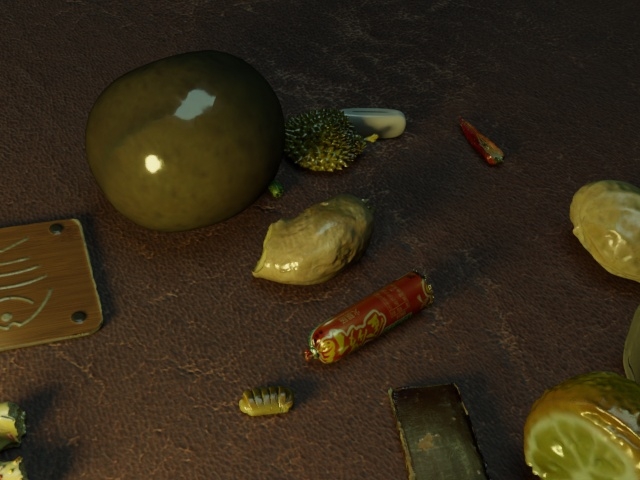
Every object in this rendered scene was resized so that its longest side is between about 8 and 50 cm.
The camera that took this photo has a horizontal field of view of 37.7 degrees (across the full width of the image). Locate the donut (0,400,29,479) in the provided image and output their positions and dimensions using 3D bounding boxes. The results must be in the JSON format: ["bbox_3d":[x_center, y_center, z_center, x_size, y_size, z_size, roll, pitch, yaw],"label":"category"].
[{"bbox_3d":[-0.463,0.301,1.317,0.108,0.065,0.166,-8,45,-17],"label":"donut"}]

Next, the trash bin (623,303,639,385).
[{"bbox_3d":[0.648,0.195,1.529,0.250,0.220,0.219,-1,41,-1],"label":"trash bin"}]

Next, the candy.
[{"bbox_3d":[0.404,0.311,1.323,0.118,0.260,0.260,-24,52,-37],"label":"candy"}]

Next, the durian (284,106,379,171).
[{"bbox_3d":[0.022,-0.210,1.917,0.208,0.102,0.147,0,58,-11],"label":"durian"}]

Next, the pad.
[{"bbox_3d":[-0.528,0.076,1.585,0.286,0.018,0.284,-10,47,-18],"label":"pad"}]

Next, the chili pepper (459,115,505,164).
[{"bbox_3d":[0.345,-0.214,2.036,0.045,0.027,0.178,-13,47,-28],"label":"chili pepper"}]

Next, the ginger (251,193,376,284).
[{"bbox_3d":[0.000,0.000,1.671,0.267,0.138,0.152,-18,44,-20],"label":"ginger"}]

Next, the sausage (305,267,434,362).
[{"bbox_3d":[0.075,0.137,1.584,0.264,0.083,0.083,-28,54,-31],"label":"sausage"}]

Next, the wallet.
[{"bbox_3d":[0.183,0.318,1.440,0.121,0.031,0.232,-4,42,-8],"label":"wallet"}]

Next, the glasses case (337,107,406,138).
[{"bbox_3d":[0.102,-0.251,2.007,0.164,0.063,0.041,-1,43,-9],"label":"glasses case"}]

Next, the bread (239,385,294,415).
[{"bbox_3d":[-0.083,0.248,1.465,0.087,0.034,0.049,-2,38,-11],"label":"bread"}]

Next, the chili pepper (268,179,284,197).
[{"bbox_3d":[-0.106,-0.114,1.850,0.091,0.030,0.034,31,72,25],"label":"chili pepper"}]

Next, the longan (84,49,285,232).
[{"bbox_3d":[-0.240,-0.184,1.700,0.360,0.361,0.361,5,43,-5],"label":"longan"}]

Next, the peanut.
[{"bbox_3d":[0.623,0.007,1.757,0.340,0.158,0.174,29,25,15],"label":"peanut"}]
